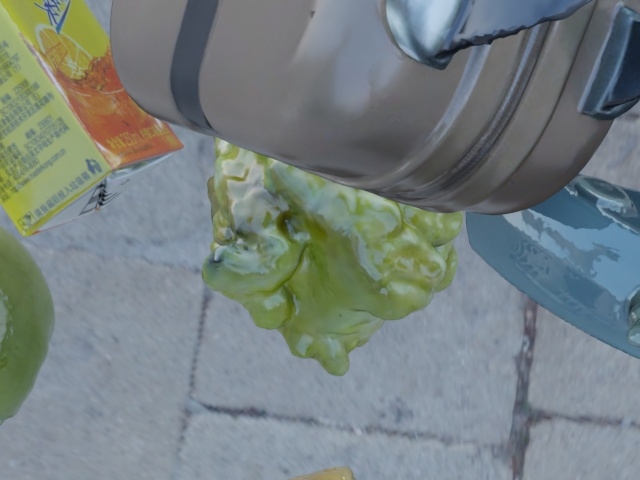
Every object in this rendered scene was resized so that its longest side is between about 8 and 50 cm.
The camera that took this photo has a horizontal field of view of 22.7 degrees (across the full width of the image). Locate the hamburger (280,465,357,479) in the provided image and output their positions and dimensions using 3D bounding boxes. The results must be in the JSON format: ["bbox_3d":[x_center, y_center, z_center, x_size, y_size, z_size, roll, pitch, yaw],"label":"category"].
[{"bbox_3d":[0.009,0.360,1.487,0.158,0.318,0.319,9,72,-27],"label":"hamburger"}]

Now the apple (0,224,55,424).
[{"bbox_3d":[-0.449,0.105,1.854,0.254,0.292,0.292,32,78,-17],"label":"apple"}]

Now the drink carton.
[{"bbox_3d":[-0.274,-0.184,1.317,0.111,0.154,0.351,-34,89,20],"label":"drink carton"}]

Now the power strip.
[{"bbox_3d":[0.175,0.006,0.699,0.167,0.253,0.054,34,117,29],"label":"power strip"}]

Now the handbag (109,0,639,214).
[{"bbox_3d":[0.057,-0.154,0.587,0.283,0.149,0.302,33,105,53],"label":"handbag"}]

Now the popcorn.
[{"bbox_3d":[0.005,-0.003,0.979,0.173,0.142,0.174,3,111,7],"label":"popcorn"}]
